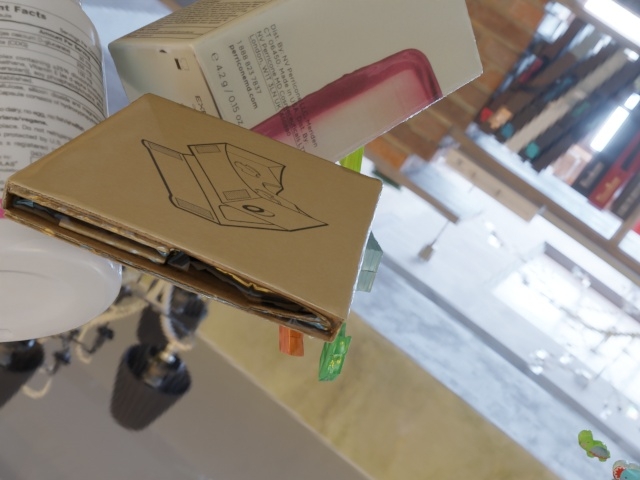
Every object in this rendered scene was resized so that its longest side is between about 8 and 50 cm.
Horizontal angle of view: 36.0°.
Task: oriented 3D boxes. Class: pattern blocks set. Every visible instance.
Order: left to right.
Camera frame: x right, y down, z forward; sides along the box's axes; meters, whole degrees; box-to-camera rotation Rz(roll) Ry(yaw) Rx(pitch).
[{"bbox_3d":[0.000,0.000,1.061,0.026,0.285,0.324,7,-143,-17],"label":"pattern blocks set"}]

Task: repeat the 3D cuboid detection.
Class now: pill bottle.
[{"bbox_3d":[-0.232,-0.084,0.699,0.160,0.160,0.283,15,-126,-41],"label":"pill bottle"}]

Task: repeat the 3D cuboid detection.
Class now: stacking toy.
[{"bbox_3d":[0.433,0.321,1.258,0.221,0.052,0.167,21,-160,7],"label":"stacking toy"}]

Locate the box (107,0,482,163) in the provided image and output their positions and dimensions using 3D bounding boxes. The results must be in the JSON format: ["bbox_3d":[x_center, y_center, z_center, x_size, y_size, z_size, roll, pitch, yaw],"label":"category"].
[{"bbox_3d":[-0.016,-0.138,0.754,0.232,0.126,0.149,-32,-154,-25],"label":"box"}]

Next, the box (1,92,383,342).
[{"bbox_3d":[-0.051,-0.023,0.530,0.164,0.021,0.201,21,-159,1],"label":"box"}]
